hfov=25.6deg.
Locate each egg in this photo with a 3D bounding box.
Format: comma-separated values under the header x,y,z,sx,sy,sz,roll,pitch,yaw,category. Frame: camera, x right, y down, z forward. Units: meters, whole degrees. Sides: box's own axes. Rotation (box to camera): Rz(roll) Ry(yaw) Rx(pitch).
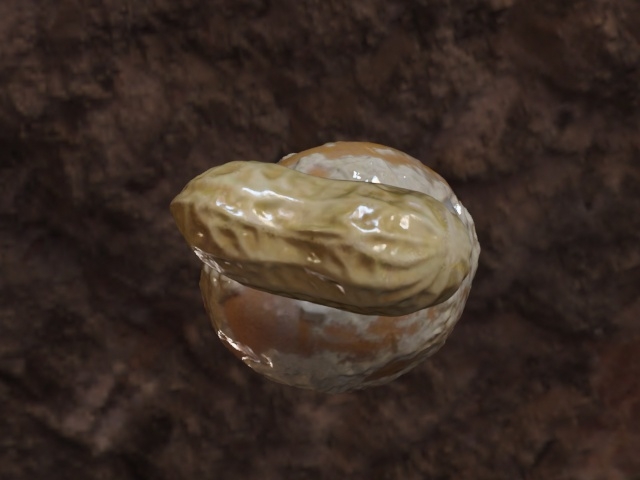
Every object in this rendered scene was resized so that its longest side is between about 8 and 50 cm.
x,y,z,sx,sy,sz,roll,pitch,yaw,category
0.013,0.021,1.083,0.233,0.195,0.195,-12,-32,-29,egg

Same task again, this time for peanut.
x,y,z,sx,sy,sz,roll,pitch,yaw,category
0.000,0.000,0.887,0.194,0.093,0.083,10,-69,-5,peanut
